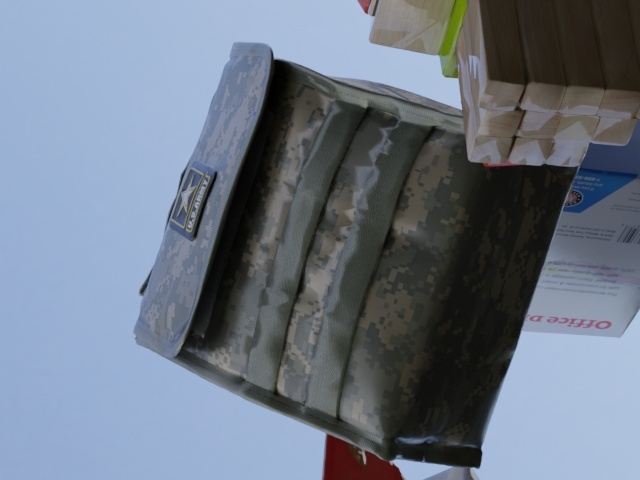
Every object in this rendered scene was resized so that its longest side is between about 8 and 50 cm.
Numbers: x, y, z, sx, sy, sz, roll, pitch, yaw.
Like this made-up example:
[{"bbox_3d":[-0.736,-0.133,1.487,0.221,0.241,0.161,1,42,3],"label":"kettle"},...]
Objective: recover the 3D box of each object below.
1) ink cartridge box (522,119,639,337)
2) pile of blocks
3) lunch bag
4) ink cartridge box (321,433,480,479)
[{"bbox_3d":[0.218,-0.047,1.715,0.171,0.233,0.168,6,-129,-16],"label":"ink cartridge box"},{"bbox_3d":[0.075,-0.167,1.113,0.149,0.113,0.362,-16,-124,-25],"label":"pile of blocks"},{"bbox_3d":[0.000,0.000,1.351,0.169,0.287,0.235,15,-86,-55],"label":"lunch bag"},{"bbox_3d":[0.093,0.277,1.537,0.261,0.066,0.296,56,-162,-24],"label":"ink cartridge box"}]
